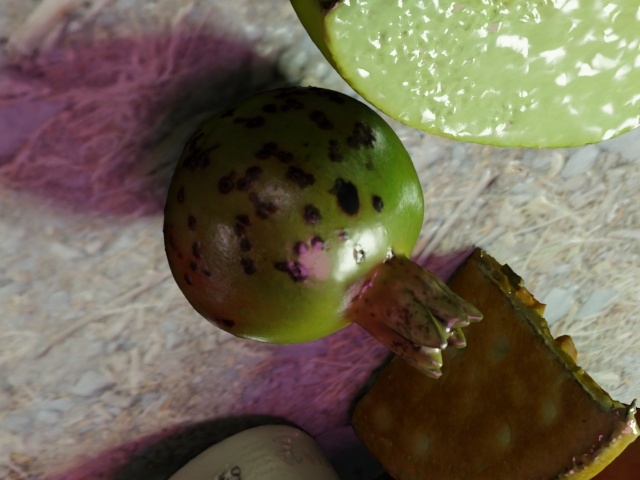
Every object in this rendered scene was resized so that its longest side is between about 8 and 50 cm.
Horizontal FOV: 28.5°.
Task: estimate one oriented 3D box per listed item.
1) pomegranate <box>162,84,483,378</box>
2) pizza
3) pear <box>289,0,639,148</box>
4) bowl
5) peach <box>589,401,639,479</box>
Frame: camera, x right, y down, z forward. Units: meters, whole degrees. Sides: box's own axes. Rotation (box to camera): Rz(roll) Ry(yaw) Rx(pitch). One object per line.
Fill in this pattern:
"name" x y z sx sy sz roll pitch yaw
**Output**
"pomegranate" 0.000 0.000 0.739 0.159 0.205 0.159 -45 161 -20
"pizza" 0.127 0.107 0.961 0.058 0.197 0.292 13 162 -37
"pear" 0.124 -0.171 0.659 0.292 0.159 0.292 -15 141 -13
"bowl" -0.050 0.275 1.002 0.237 0.126 0.238 -27 135 -30
"peach" 0.193 0.303 1.073 0.310 0.335 0.406 2 157 9
